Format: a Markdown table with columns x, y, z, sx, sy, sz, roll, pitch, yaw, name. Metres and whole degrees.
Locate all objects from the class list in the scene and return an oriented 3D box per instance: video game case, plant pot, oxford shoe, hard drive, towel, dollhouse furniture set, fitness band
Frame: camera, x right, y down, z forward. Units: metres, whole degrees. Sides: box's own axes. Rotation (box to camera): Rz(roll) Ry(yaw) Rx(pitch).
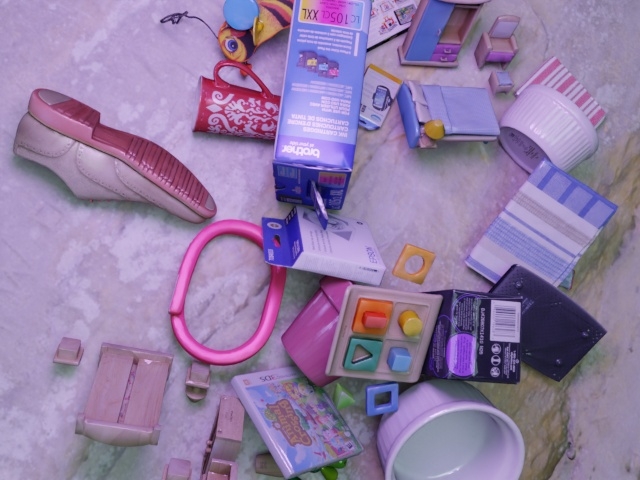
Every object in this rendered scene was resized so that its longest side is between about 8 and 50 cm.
| x | y | z | sx | sy | sz | roll | pitch | yaw | name |
| --- | --- | --- | --- | --- | --- | --- | --- | --- | --- |
| -0.042 | 0.327 | 1.274 | 0.193 | 0.023 | 0.212 | 0 | 44 | -46 | video game case |
| 0.031 | 0.181 | 1.336 | 0.180 | 0.201 | 0.201 | -41 | 94 | 2 | plant pot |
| -0.389 | -0.130 | 1.316 | 0.397 | 0.140 | 0.147 | 32 | 108 | -13 | oxford shoe |
| 0.464 | 0.173 | 1.468 | 0.254 | 0.054 | 0.172 | 35 | 105 | -9 | hard drive |
| 0.466 | -0.009 | 1.454 | 0.209 | 0.034 | 0.285 | 31 | 108 | -9 | towel |
| 0.319 | -0.344 | 1.400 | 0.286 | 0.198 | 0.304 | -1 | 62 | -13 | dollhouse furniture set |
| -0.328 | 0.358 | 1.210 | 0.355 | 0.303 | 0.174 | 13 | 118 | -10 | dollhouse furniture set |
| 0.558 | -0.316 | 1.593 | 0.144 | 0.029 | 0.197 | -42 | 91 | -14 | towel |
| -0.179 | 0.100 | 1.340 | 0.208 | 0.054 | 0.291 | 17 | 69 | -10 | fitness band |

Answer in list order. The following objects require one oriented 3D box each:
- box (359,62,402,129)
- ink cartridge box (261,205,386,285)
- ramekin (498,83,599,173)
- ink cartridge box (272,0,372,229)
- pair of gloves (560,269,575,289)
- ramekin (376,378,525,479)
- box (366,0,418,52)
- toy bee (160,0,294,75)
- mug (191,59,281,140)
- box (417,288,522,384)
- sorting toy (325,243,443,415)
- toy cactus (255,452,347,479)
| x | y | z | sx | sy | sz | roll | pitch | yaw | name |
| --- | --- | --- | --- | --- | --- | --- | --- | --- | --- |
| 0.114 | -0.306 | 1.486 | 0.081 | 0.028 | 0.136 | 27 | 81 | -9 | box |
| 0.000 | 0.000 | 1.332 | 0.223 | 0.223 | 0.045 | 11 | 113 | -12 | ink cartridge box |
| 0.482 | -0.224 | 1.478 | 0.109 | 0.207 | 0.207 | -44 | 95 | -4 | ramekin |
| -0.004 | -0.226 | 1.309 | 0.151 | 0.270 | 0.396 | 9 | 79 | 0 | ink cartridge box |
| 0.509 | 0.030 | 1.542 | 0.159 | 0.023 | 0.198 | 12 | 85 | -13 | pair of gloves |
| 0.242 | 0.405 | 1.336 | 0.277 | 0.135 | 0.277 | -4 | 111 | -11 | ramekin |
| 0.115 | -0.486 | 1.501 | 0.207 | 0.036 | 0.114 | -30 | 91 | -15 | box |
| -0.143 | -0.431 | 1.390 | 0.195 | 0.298 | 0.162 | -54 | 130 | -46 | toy bee |
| -0.160 | -0.267 | 1.359 | 0.169 | 0.150 | 0.113 | 8 | 62 | -17 | mug |
| 0.265 | 0.186 | 1.339 | 0.143 | 0.270 | 0.165 | 7 | 82 | -13 | box |
| 0.118 | 0.174 | 1.219 | 0.195 | 0.047 | 0.348 | 6 | 109 | -19 | sorting toy |
| -0.037 | 0.444 | 1.336 | 0.180 | 0.112 | 0.219 | 0 | 92 | -3 | toy cactus |
